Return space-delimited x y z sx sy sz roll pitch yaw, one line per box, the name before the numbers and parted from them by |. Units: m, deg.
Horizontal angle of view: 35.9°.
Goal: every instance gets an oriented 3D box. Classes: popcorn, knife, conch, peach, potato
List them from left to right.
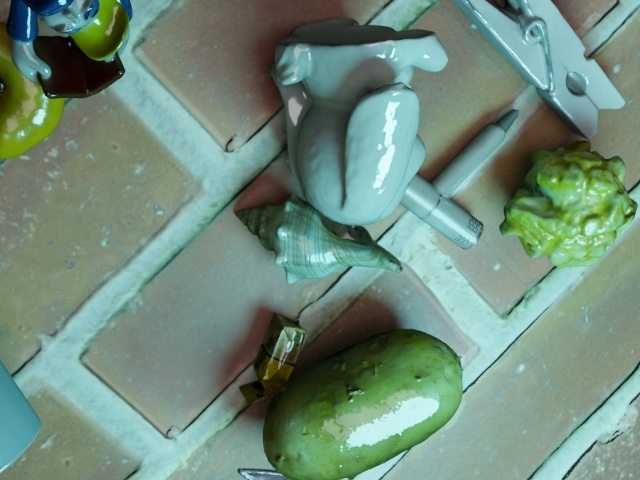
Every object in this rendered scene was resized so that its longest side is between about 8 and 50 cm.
peach | -0.414 -0.190 1.253 0.179 0.103 0.179 -4 102 -17
knife | -0.010 0.384 1.526 0.247 0.018 0.035 14 100 -15
conch | -0.009 0.004 1.407 0.234 0.137 0.114 21 121 -10
potato | 0.059 0.236 1.413 0.307 0.210 0.173 -22 86 -19
popcorn | 0.370 -0.059 1.462 0.167 0.185 0.187 28 117 0

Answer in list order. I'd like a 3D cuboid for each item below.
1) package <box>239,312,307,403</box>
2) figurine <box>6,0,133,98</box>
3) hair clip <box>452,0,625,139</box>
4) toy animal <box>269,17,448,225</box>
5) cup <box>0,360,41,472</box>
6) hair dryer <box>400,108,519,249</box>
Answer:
package | -0.067 0.175 1.439 0.047 0.071 0.131 22 93 -20
figurine | -0.311 -0.288 1.130 0.204 0.338 0.283 -4 114 -11
hair clip | 0.318 -0.290 1.450 0.101 0.085 0.331 -48 115 0
toy animal | 0.037 -0.150 1.323 0.206 0.271 0.265 -17 117 -34
cup | -0.517 0.164 1.240 0.205 0.205 0.312 -29 106 -9
hair dryer | 0.201 -0.128 1.465 0.195 0.053 0.220 34 90 -19
